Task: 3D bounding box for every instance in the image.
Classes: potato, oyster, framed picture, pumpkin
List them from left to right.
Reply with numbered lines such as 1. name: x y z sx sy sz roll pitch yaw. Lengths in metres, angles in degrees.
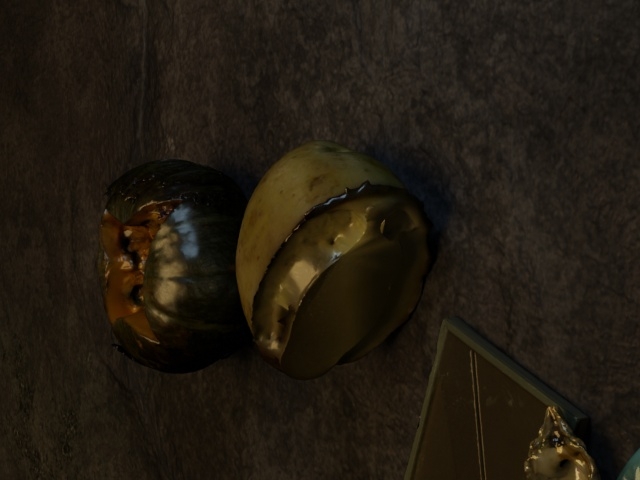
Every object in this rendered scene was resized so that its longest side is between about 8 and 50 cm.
1. pumpkin: -0.201 0.038 2.104 0.320 0.192 0.320 4 94 59
2. potato: 0.000 0.000 1.787 0.242 0.243 0.285 50 139 43
3. framed picture: 0.182 0.290 1.686 0.247 0.022 0.335 38 123 49
4. oyster: 0.258 0.262 1.530 0.146 0.045 0.121 42 119 12

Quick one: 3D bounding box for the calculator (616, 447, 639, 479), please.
1. calculator: 0.334 0.355 1.283 0.256 0.054 0.386 52 166 40
